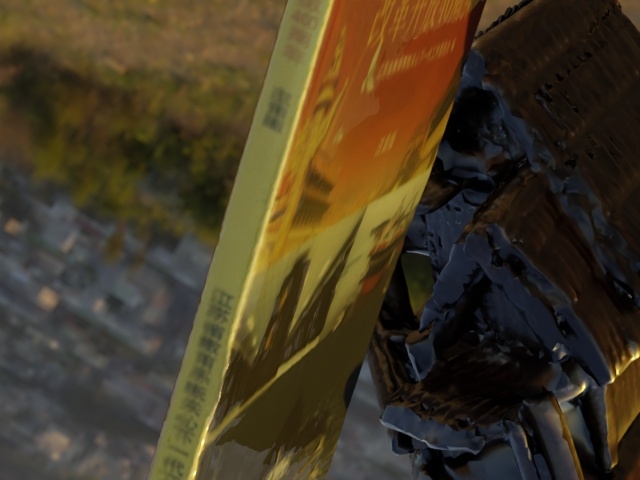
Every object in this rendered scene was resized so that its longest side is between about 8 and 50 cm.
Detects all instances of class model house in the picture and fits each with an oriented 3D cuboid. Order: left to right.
[{"bbox_3d":[0.111,-0.011,1.234,0.297,0.317,0.282,12,126,32],"label":"model house"}]

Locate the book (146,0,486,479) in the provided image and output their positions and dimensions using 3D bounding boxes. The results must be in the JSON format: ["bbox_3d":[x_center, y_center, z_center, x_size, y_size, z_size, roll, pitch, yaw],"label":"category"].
[{"bbox_3d":[0.000,0.000,0.750,0.028,0.374,0.262,21,-165,12],"label":"book"}]
